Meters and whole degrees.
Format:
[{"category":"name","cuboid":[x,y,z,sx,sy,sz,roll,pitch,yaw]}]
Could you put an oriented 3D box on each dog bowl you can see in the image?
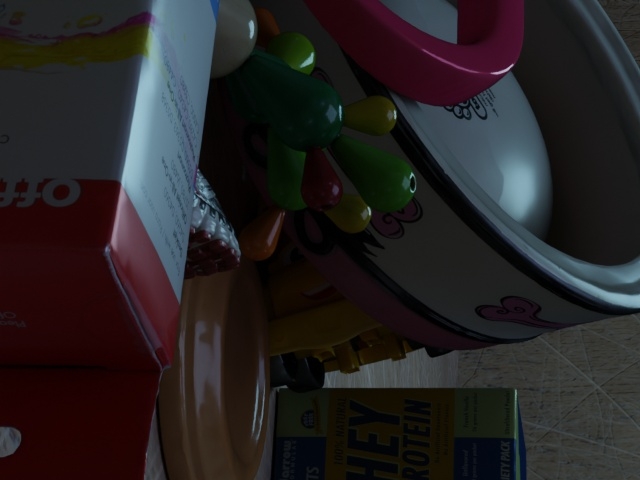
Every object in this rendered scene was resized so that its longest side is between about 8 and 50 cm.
[{"category":"dog bowl","cuboid":[0.092,-0.098,1.153,0.408,0.150,0.408,33,40,-32]}]

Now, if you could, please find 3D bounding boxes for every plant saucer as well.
[{"category":"plant saucer","cuboid":[-0.066,0.086,1.042,0.200,0.037,0.200,-1,90,-80]}]

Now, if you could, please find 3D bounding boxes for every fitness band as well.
[{"category":"fitness band","cuboid":[0.051,-0.211,1.021,0.209,0.054,0.291,39,37,-29]}]

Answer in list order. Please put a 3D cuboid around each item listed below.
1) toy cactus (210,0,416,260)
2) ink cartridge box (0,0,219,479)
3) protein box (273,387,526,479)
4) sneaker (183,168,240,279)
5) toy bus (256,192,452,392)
[{"category":"toy cactus","cuboid":[-0.050,-0.085,0.805,0.219,0.112,0.180,50,3,32]},{"category":"ink cartridge box","cuboid":[-0.111,-0.035,0.495,0.078,0.134,0.231,75,16,-57]},{"category":"protein box","cuboid":[0.075,0.221,1.361,0.200,0.201,0.136,68,23,-65]},{"category":"sneaker","cuboid":[-0.091,-0.041,0.759,0.225,0.088,0.092,72,14,-66]},{"category":"toy bus","cuboid":[0.012,0.004,1.248,0.220,0.149,0.211,27,49,-76]}]
